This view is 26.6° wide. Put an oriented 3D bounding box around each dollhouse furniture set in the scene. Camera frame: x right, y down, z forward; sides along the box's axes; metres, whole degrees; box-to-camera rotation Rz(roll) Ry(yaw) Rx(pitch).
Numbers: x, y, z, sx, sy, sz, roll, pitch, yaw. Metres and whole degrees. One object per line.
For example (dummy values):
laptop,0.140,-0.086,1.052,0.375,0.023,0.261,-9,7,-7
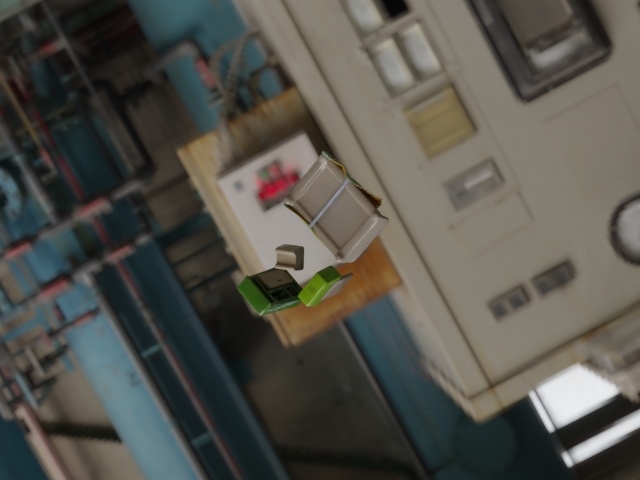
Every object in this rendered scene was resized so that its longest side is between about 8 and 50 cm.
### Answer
dollhouse furniture set,0.000,0.000,1.107,0.152,0.076,0.058,-51,163,27
